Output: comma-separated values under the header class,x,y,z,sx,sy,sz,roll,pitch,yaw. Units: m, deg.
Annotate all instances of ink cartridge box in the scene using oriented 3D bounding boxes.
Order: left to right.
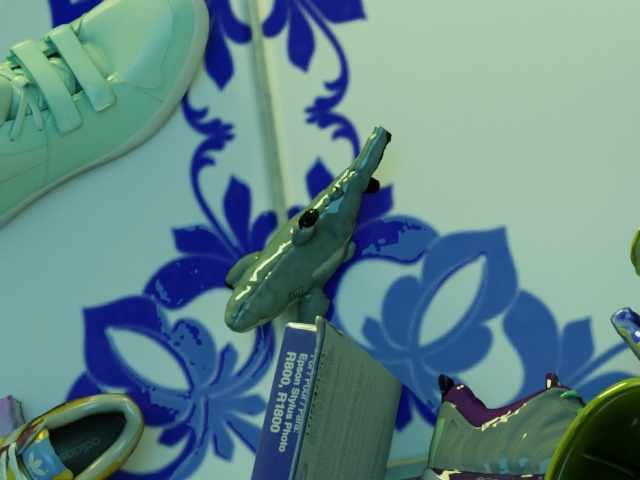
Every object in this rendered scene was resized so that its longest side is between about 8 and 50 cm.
class,x,y,z,sx,sy,sz,roll,pitch,yaw
ink cartridge box,-0.014,0.166,1.117,0.045,0.224,0.223,10,78,15

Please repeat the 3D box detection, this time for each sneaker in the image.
class,x,y,z,sx,sy,sz,roll,pitch,yaw
sneaker,-0.196,0.151,1.205,0.185,0.084,0.069,-34,86,-21
sneaker,-0.190,-0.099,1.263,0.256,0.151,0.094,-40,69,0
sneaker,0.171,0.127,1.158,0.223,0.083,0.098,2,72,15

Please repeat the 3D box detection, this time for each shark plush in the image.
class,x,y,z,sx,sy,sz,roll,pitch,yaw
shark plush,0.000,0.000,1.236,0.161,0.067,0.073,-42,71,1

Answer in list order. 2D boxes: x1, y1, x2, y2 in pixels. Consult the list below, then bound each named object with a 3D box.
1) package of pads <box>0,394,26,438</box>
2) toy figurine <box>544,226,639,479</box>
class,x,y,z,sx,sy,sz,roll,pitch,yaw
package of pads,-0.234,0.141,1.277,0.083,0.032,0.050,-21,71,8
toy figurine,0.264,0.030,1.106,0.191,0.217,0.362,21,100,5
